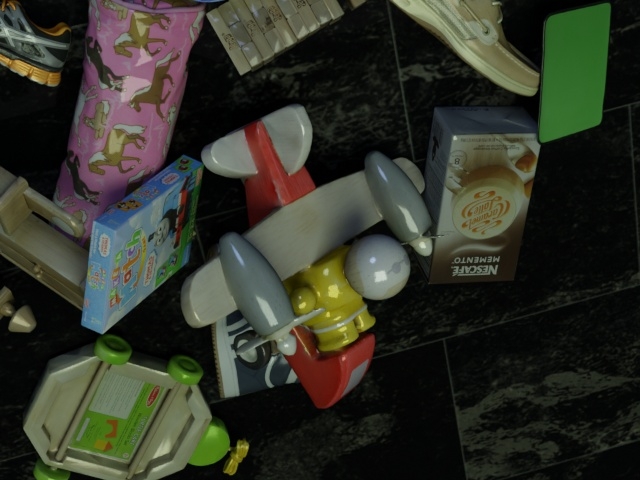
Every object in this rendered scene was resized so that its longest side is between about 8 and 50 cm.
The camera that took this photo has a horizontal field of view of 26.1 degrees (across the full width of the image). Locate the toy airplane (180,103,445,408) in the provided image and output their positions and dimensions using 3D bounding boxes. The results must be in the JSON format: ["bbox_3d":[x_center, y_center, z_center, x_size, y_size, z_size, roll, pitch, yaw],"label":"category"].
[{"bbox_3d":[0.000,0.000,1.842,0.384,0.272,0.386,38,67,-48],"label":"toy airplane"}]

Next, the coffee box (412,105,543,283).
[{"bbox_3d":[0.226,-0.066,2.017,0.141,0.098,0.246,-2,121,-14],"label":"coffee box"}]

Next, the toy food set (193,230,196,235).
[{"bbox_3d":[-0.244,0.008,1.996,0.122,0.019,0.078,-33,123,8],"label":"toy food set"}]

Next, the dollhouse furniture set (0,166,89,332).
[{"bbox_3d":[-0.441,0.130,1.746,0.355,0.174,0.303,-53,166,-22],"label":"dollhouse furniture set"}]

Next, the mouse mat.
[{"bbox_3d":[0.357,-0.236,1.940,0.153,0.007,0.189,-18,119,-39],"label":"mouse mat"}]

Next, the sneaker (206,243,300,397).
[{"bbox_3d":[-0.087,0.113,2.050,0.153,0.099,0.282,-6,129,-5],"label":"sneaker"}]

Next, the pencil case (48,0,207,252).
[{"bbox_3d":[-0.252,-0.164,1.800,0.160,0.167,0.386,-7,125,-36],"label":"pencil case"}]

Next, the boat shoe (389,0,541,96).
[{"bbox_3d":[0.200,-0.305,1.862,0.302,0.109,0.098,35,106,-22],"label":"boat shoe"}]

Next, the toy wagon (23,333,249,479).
[{"bbox_3d":[-0.277,0.285,2.131,0.344,0.068,0.267,18,115,-24],"label":"toy wagon"}]

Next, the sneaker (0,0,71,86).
[{"bbox_3d":[-0.416,-0.275,1.753,0.215,0.084,0.083,24,99,-29],"label":"sneaker"}]

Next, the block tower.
[{"bbox_3d":[0.021,-0.330,1.743,0.335,0.097,0.091,-31,94,-1],"label":"block tower"}]

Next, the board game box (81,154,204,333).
[{"bbox_3d":[-0.226,0.003,1.767,0.039,0.211,0.160,24,125,17],"label":"board game box"}]
